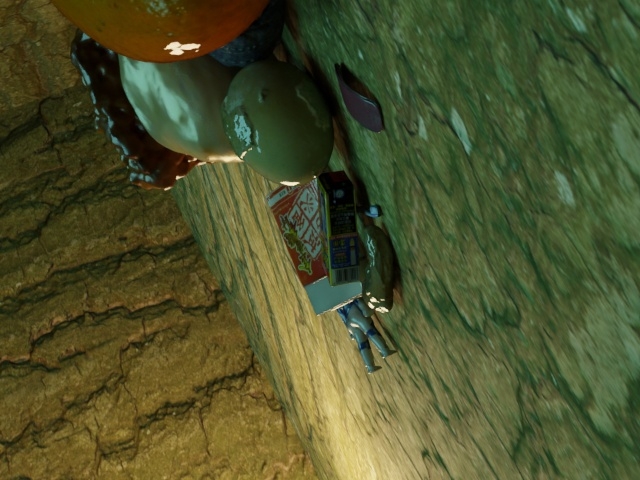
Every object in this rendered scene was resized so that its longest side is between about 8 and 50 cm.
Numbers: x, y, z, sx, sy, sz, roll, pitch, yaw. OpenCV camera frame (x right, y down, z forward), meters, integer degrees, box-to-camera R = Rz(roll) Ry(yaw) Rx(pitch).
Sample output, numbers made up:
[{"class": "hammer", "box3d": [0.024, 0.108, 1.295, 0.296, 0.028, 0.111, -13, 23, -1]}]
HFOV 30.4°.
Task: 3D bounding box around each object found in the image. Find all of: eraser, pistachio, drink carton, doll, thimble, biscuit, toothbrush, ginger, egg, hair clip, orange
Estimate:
[{"class": "eraser", "box3d": [0.000, 0.000, 1.979, 0.157, 0.038, 0.230, -31, 80, 53]}, {"class": "pistachio", "box3d": [-0.188, -0.252, 1.934, 0.321, 0.238, 0.229, 44, -172, -3]}, {"class": "drink carton", "box3d": [0.029, -0.019, 1.821, 0.071, 0.056, 0.165, -119, 23, -60]}, {"class": "doll", "box3d": [0.057, 0.112, 2.032, 0.227, 0.057, 0.114, 59, 157, 16]}, {"class": "thimble", "box3d": [-0.126, -0.344, 1.787, 0.098, 0.150, 0.150, 104, 142, -70]}, {"class": "biscuit", "box3d": [-0.255, -0.270, 2.078, 0.318, 0.312, 0.110, 66, 158, -5]}, {"class": "toothbrush", "box3d": [0.059, -0.051, 1.823, 0.193, 0.013, 0.019, -160, 55, -73]}, {"class": "ginger", "box3d": [0.091, 0.051, 1.801, 0.173, 0.051, 0.069, 93, 164, -48]}, {"class": "egg", "box3d": [-0.063, -0.176, 1.779, 0.201, 0.164, 0.164, 61, 167, 4]}, {"class": "hair clip", "box3d": [0.046, -0.194, 1.606, 0.137, 0.022, 0.054, 54, 165, 47]}, {"class": "orange", "box3d": [-0.227, -0.450, 1.555, 0.424, 0.326, 0.424, 41, 155, 25]}]

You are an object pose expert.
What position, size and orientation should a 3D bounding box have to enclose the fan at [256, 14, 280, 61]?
[{"class": "fan", "box3d": [-0.122, -0.450, 1.895, 0.233, 0.012, 0.414, 59, 166, 33]}]
